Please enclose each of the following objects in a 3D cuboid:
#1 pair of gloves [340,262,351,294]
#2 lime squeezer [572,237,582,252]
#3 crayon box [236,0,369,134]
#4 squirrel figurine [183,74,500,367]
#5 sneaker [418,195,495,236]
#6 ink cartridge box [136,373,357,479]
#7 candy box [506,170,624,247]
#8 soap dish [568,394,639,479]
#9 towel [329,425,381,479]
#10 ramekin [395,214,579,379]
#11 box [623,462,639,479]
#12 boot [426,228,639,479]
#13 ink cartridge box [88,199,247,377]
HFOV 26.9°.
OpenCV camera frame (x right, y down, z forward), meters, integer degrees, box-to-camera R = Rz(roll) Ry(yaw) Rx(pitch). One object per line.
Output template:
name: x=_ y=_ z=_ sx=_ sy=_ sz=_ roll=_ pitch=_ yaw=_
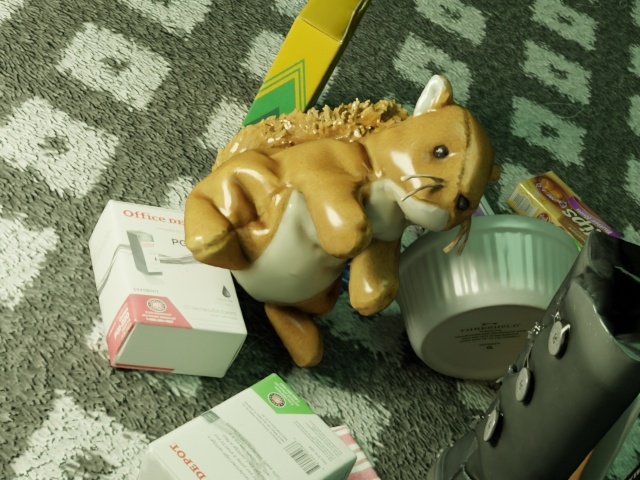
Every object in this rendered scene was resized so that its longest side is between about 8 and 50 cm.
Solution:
pair of gloves: x=0.000 y=0.000 z=1.997 sx=0.159 sy=0.023 sz=0.198 roll=22 pitch=38 yaw=-13
lime squeezer: x=0.531 y=0.105 z=2.199 sx=0.310 sy=0.059 sz=0.110 roll=30 pitch=57 yaw=-14
crayon box: x=-0.016 y=-0.281 z=2.061 sx=0.081 sy=0.318 sz=0.202 roll=31 pitch=36 yaw=-1
squirrel figurine: x=0.043 y=-0.087 z=1.783 sx=0.281 sy=0.370 sz=0.397 roll=51 pitch=15 yaw=-30
sneaker: x=0.186 y=-0.033 z=2.104 sx=0.161 sy=0.102 sz=0.282 roll=-16 pitch=57 yaw=-41
ink cartridge box: x=-0.087 y=0.267 z=1.546 sx=0.208 sy=0.087 sz=0.153 roll=-25 pitch=59 yaw=-41
candy box: x=0.422 y=-0.031 z=2.307 sx=0.109 sy=0.053 sz=0.187 roll=-19 pitch=58 yaw=-46
soap dish: x=0.396 y=0.198 z=1.885 sx=0.118 sy=0.229 sz=0.291 roll=26 pitch=35 yaw=12
towel: x=0.026 y=0.312 z=1.646 sx=0.144 sy=0.029 sz=0.197 roll=-5 pitch=50 yaw=-40
ramekin: x=0.236 y=0.091 z=1.870 sx=0.272 sy=0.273 sz=0.127 roll=13 pitch=53 yaw=-23
box: x=0.552 y=0.332 z=1.721 sx=0.257 sy=0.322 sz=0.079 roll=32 pitch=34 yaw=1
boot: x=0.268 y=0.259 z=1.527 sx=0.146 sy=0.445 sz=0.367 roll=16 pitch=39 yaw=-20
ink cartridge box: x=-0.199 y=0.060 z=1.728 sx=0.158 sy=0.092 sz=0.218 roll=9 pitch=40 yaw=-28
